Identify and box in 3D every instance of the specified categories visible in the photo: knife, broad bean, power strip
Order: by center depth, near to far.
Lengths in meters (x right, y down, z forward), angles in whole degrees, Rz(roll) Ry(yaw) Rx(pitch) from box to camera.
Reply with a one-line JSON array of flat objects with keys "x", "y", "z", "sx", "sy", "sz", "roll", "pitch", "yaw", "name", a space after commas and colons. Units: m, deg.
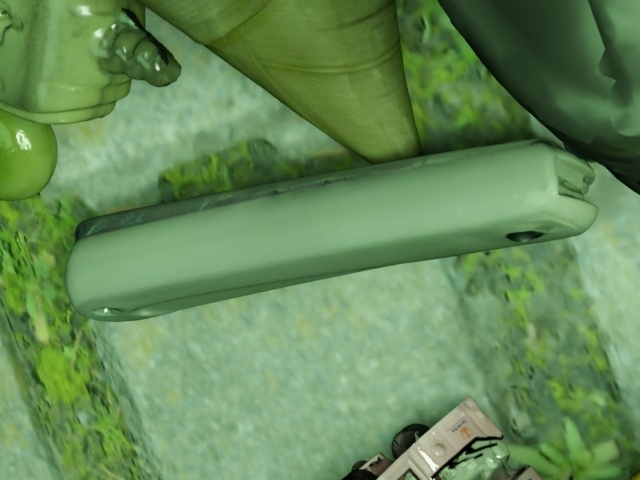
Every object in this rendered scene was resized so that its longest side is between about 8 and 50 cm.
[{"x": -0.002, "y": -0.001, "z": 0.792, "sx": 0.265, "sy": 0.073, "sz": 0.041, "roll": -12, "pitch": 67, "yaw": 36, "name": "knife"}, {"x": -0.216, "y": -0.145, "z": 0.899, "sx": 0.387, "sy": 0.066, "sz": 0.092, "roll": 25, "pitch": 118, "yaw": 29, "name": "power strip"}, {"x": -0.168, "y": -0.051, "z": 0.907, "sx": 0.083, "sy": 0.045, "sz": 0.063, "roll": 14, "pitch": 116, "yaw": 23, "name": "broad bean"}]

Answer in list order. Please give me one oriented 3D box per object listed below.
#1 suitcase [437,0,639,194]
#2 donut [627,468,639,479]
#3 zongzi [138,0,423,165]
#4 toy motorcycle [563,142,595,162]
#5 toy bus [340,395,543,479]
[{"x": 0.151, "y": -0.194, "z": 0.430, "sx": 0.345, "sy": 0.188, "sz": 0.339, "roll": -35, "pitch": 66, "yaw": 14, "name": "suitcase"}, {"x": 0.146, "y": 0.161, "z": 0.649, "sx": 0.114, "sy": 0.226, "sz": 0.226, "roll": 22, "pitch": 118, "yaw": 30, "name": "donut"}, {"x": -0.099, "y": -0.170, "z": 0.774, "sx": 0.289, "sy": 0.154, "sz": 0.317, "roll": 24, "pitch": 144, "yaw": 44, "name": "zongzi"}, {"x": 0.118, "y": -0.111, "z": 0.625, "sx": 0.272, "sy": 0.123, "sz": 0.182, "roll": 45, "pitch": 156, "yaw": 26, "name": "toy motorcycle"}, {"x": 0.023, "y": 0.155, "z": 0.832, "sx": 0.090, "sy": 0.063, "sz": 0.203, "roll": 47, "pitch": 129, "yaw": 9, "name": "toy bus"}]
